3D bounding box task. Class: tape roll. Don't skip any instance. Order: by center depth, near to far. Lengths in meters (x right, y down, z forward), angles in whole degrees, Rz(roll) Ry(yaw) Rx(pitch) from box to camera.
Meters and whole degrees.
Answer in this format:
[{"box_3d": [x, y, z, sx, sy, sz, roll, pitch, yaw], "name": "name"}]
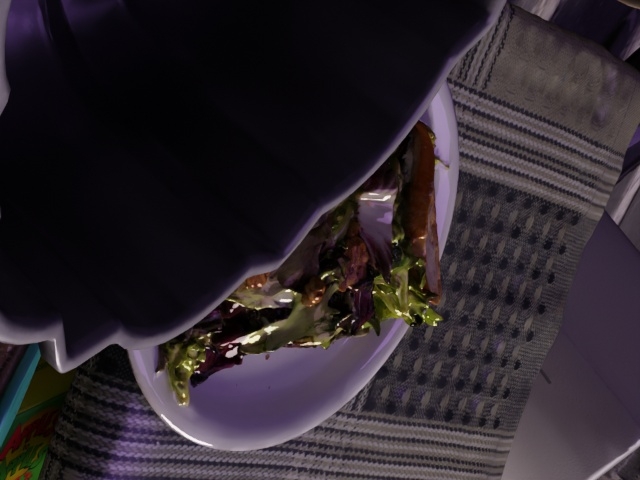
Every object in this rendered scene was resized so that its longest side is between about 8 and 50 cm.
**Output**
[{"box_3d": [0.163, 0.107, 1.293, 0.246, 0.169, 0.246, -36, 169, -8], "name": "tape roll"}]

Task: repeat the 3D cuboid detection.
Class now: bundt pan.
[{"box_3d": [-0.029, -0.129, 0.505, 0.331, 0.124, 0.331, -46, 161, -21], "name": "bundt pan"}]

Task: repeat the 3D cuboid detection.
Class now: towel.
[{"box_3d": [0.019, 0.022, 0.835, 0.324, 0.056, 0.312, 15, 97, -50], "name": "towel"}]

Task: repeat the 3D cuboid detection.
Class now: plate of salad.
[{"box_3d": [0.000, 0.000, 0.720, 0.200, 0.048, 0.199, -25, 127, -39], "name": "plate of salad"}]

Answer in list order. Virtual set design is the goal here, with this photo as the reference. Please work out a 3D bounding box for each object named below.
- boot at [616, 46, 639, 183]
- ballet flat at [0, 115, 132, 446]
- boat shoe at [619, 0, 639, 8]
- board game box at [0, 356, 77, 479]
[{"box_3d": [0.196, -0.082, 1.262, 0.189, 0.076, 0.208, -55, 158, 12], "name": "boot"}, {"box_3d": [-0.112, -0.002, 0.608, 0.206, 0.067, 0.073, -70, -174, -57], "name": "ballet flat"}, {"box_3d": [0.258, -0.284, 1.020, 0.307, 0.111, 0.104, -54, 179, 27], "name": "boat shoe"}, {"box_3d": [-0.121, 0.078, 0.800, 0.181, 0.043, 0.092, -25, 147, -58], "name": "board game box"}]
